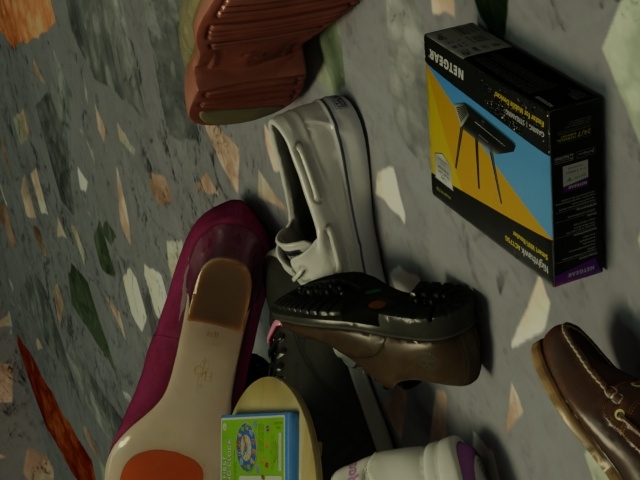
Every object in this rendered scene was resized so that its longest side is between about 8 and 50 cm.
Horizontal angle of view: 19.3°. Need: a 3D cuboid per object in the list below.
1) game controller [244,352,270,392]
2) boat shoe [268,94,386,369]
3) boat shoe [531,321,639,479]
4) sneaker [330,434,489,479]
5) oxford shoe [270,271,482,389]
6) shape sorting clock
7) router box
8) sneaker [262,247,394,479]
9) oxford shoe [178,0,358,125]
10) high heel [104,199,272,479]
[{"bbox_3d":[-0.020,0.273,1.976,0.166,0.067,0.319,103,147,-53],"label":"game controller"},{"bbox_3d":[0.000,0.000,1.687,0.095,0.084,0.258,-154,52,-64],"label":"boat shoe"},{"bbox_3d":[0.215,0.129,1.241,0.073,0.073,0.207,-47,56,23],"label":"boat shoe"},{"bbox_3d":[0.085,0.318,1.582,0.114,0.152,0.305,-20,-79,-77],"label":"sneaker"},{"bbox_3d":[0.043,0.084,1.579,0.227,0.083,0.096,11,125,49],"label":"oxford shoe"},{"bbox_3d":[-0.043,0.223,1.656,0.206,0.040,0.206,-11,77,59],"label":"shape sorting clock"},{"bbox_3d":[0.135,-0.064,1.331,0.179,0.046,0.133,-138,37,-56],"label":"router box"},{"bbox_3d":[-0.037,0.145,1.806,0.104,0.147,0.295,110,141,-61],"label":"sneaker"},{"bbox_3d":[-0.061,-0.233,1.611,0.397,0.140,0.146,130,129,-64],"label":"oxford shoe"},{"bbox_3d":[-0.132,0.144,1.984,0.181,0.127,0.377,-85,17,-68],"label":"high heel"}]
